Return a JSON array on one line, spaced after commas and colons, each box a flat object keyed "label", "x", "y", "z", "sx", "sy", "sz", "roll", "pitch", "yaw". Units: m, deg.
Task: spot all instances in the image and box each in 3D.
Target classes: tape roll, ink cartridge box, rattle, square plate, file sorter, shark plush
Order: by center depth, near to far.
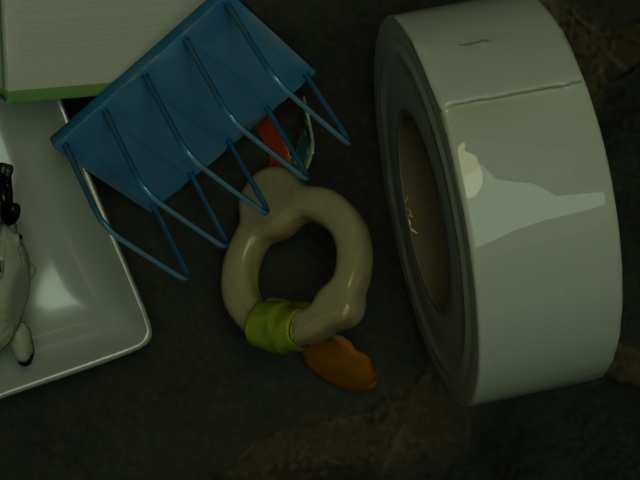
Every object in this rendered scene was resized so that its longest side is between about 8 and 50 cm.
[{"label": "tape roll", "x": 0.117, "y": -0.030, "z": 1.074, "sx": 0.100, "sy": 0.286, "sz": 0.286, "roll": -11, "pitch": 95, "yaw": -6}, {"label": "ink cartridge box", "x": -0.151, "y": -0.220, "z": 1.077, "sx": 0.171, "sy": 0.056, "sz": 0.235, "roll": -8, "pitch": 111, "yaw": -25}, {"label": "file sorter", "x": -0.082, "y": -0.070, "z": 1.092, "sx": 0.170, "sy": 0.104, "sz": 0.118, "roll": -39, "pitch": 140, "yaw": 12}, {"label": "shark plush", "x": -0.249, "y": 0.024, "z": 1.098, "sx": 0.067, "sy": 0.073, "sz": 0.161, "roll": 9, "pitch": 97, "yaw": 22}, {"label": "square plate", "x": -0.344, "y": -0.024, "z": 1.132, "sx": 0.347, "sy": 0.049, "sz": 0.344, "roll": -20, "pitch": 95, "yaw": -6}, {"label": "rattle", "x": 0.000, "y": 0.000, "z": 1.181, "sx": 0.143, "sy": 0.130, "sz": 0.200, "roll": 18, "pitch": 48, "yaw": -41}]
